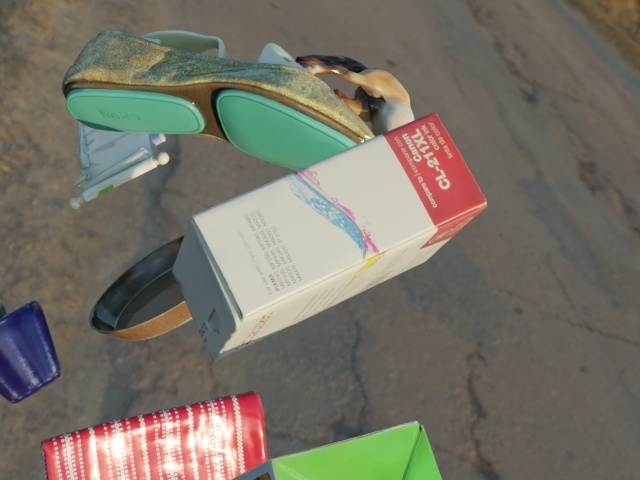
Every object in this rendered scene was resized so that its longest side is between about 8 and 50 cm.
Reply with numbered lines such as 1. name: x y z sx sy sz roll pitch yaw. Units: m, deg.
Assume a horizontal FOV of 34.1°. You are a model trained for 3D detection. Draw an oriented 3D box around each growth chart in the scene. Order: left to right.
1. growth chart: -0.255 -0.161 1.371 0.021 0.172 0.237 50 26 -47

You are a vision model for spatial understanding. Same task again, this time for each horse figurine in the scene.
1. horse figurine: 0.069 -0.142 1.300 0.174 0.066 0.263 -12 67 -39

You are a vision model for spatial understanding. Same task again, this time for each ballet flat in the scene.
1. ballet flat: -0.094 -0.153 1.062 0.348 0.123 0.123 11 21 15

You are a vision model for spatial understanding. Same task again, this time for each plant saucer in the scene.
1. plant saucer: -0.140 0.043 0.991 0.029 0.168 0.168 59 16 -23

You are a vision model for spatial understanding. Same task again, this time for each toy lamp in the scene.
1. toy lamp: -0.307 0.009 0.864 0.275 0.080 0.080 58 26 -5

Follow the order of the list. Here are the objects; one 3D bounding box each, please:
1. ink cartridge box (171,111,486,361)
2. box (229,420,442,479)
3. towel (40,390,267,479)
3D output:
1. ink cartridge box: 0.000 0.000 0.674 0.175 0.127 0.072 -24 80 -20
2. box: 0.000 0.281 0.671 0.126 0.231 0.262 -5 69 -38
3. towel: -0.182 0.297 1.224 0.274 0.199 0.031 -9 8 -30
